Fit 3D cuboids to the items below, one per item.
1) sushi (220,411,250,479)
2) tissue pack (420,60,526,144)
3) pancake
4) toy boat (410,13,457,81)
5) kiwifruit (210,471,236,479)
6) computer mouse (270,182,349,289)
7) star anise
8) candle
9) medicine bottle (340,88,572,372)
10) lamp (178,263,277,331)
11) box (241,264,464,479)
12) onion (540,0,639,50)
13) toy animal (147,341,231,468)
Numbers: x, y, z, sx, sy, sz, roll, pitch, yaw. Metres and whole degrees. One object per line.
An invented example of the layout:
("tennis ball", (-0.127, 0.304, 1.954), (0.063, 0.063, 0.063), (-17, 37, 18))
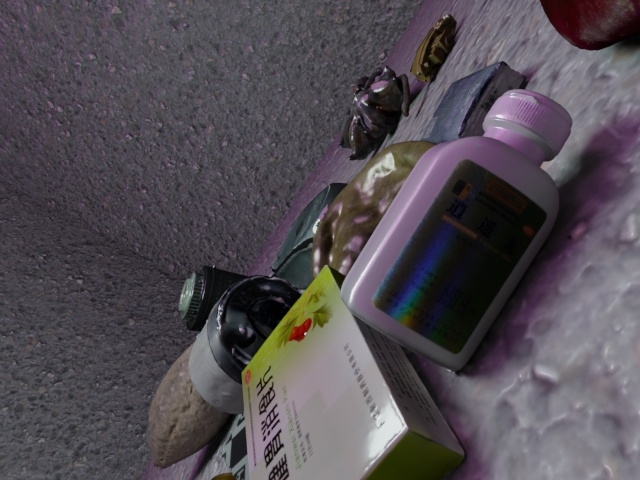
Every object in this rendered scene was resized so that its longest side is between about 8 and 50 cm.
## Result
("sushi", (-0.016, 0.206, 0.551), (0.219, 0.047, 0.231), (-62, 23, -13))
("tissue pack", (0.203, -0.176, 0.643), (0.112, 0.051, 0.156), (-61, 9, 5))
("pancake", (0.081, -0.024, 0.622), (0.294, 0.050, 0.294), (-41, 29, 29))
("toy boat", (0.280, -0.460, 1.104), (0.072, 0.064, 0.206), (-8, 51, 55))
("kiwifruit", (-0.140, 0.383, 0.638), (0.075, 0.075, 0.124), (-56, 14, 22))
("computer mouse", (0.002, 0.003, 0.936), (0.203, 0.114, 0.374), (-65, 11, -18))
("star anise", (0.154, -0.339, 1.238), (0.315, 0.139, 0.359), (120, 159, -47))
("candle", (-0.131, 0.206, 0.816), (0.330, 0.188, 0.187), (-52, 12, 46))
("medicine bottle", (0.117, -0.013, 0.374), (0.219, 0.115, 0.078), (-58, 8, 3))
("lamp", (-0.297, 0.187, 1.446), (0.205, 0.272, 0.374), (-48, 14, 45))
("box", (0.002, 0.154, 0.437), (0.175, 0.062, 0.260), (-53, 23, 10))
("onion", (0.247, -0.296, 0.350), (0.272, 0.195, 0.271), (-157, 90, -86))
("toy animal", (-0.302, 0.385, 1.122), (0.358, 0.188, 0.226), (-60, -1, 3))
